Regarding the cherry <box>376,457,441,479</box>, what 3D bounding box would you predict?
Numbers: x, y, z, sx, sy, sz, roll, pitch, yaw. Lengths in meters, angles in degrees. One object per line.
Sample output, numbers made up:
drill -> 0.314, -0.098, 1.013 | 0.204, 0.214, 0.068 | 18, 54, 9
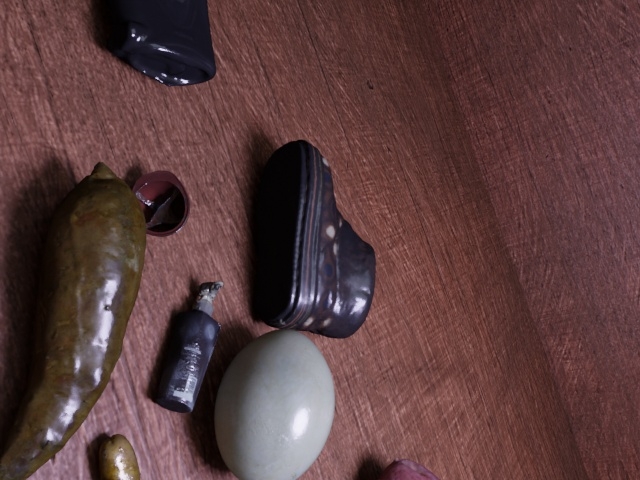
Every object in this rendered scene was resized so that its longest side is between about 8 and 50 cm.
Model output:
cherry -> 0.187, 0.573, 1.047 | 0.261, 0.221, 0.308 | 12, 51, -59

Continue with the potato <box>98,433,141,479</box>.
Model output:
potato -> -0.264, 0.296, 0.722 | 0.051, 0.040, 0.083 | -4, 78, -67

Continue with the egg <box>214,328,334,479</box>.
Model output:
egg -> -0.070, 0.258, 0.872 | 0.186, 0.186, 0.253 | 38, 49, -37

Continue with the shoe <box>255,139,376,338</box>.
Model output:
shoe -> 0.000, 0.000, 1.101 | 0.237, 0.171, 0.384 | 19, 61, -40

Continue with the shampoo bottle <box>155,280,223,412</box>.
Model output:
shampoo bottle -> -0.196, 0.157, 0.860 | 0.057, 0.063, 0.208 | 51, 38, -43

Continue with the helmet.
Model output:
helmet -> -0.253, -0.049, 0.885 | 0.089, 0.057, 0.111 | -9, 72, -12

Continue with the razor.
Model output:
razor -> -0.287, -0.445, 0.982 | 0.204, 0.113, 0.349 | 9, 69, -50

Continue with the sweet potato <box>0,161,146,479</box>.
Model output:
sweet potato -> -0.308, 0.098, 0.698 | 0.130, 0.130, 0.423 | 30, 60, -43
